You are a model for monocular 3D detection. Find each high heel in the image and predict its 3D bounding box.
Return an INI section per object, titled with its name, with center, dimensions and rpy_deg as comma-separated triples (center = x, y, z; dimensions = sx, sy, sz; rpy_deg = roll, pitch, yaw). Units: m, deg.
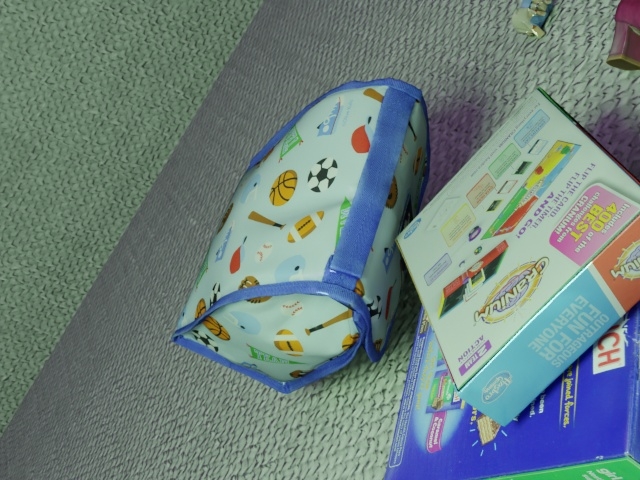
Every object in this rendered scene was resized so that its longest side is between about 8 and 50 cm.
[high heel]
center = 0.418, -0.260, 1.058
dimensions = 0.244, 0.082, 0.117
rpy_deg = -162, 91, -77

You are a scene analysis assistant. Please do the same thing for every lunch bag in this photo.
[lunch bag]
center = 0.000, 0.000, 1.244
dimensions = 0.385, 0.239, 0.327
rpy_deg = -42, 27, 59

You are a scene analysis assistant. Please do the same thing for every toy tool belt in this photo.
[toy tool belt]
center = 0.320, -0.337, 1.366
dimensions = 0.051, 0.052, 0.083
rpy_deg = 26, 90, 33

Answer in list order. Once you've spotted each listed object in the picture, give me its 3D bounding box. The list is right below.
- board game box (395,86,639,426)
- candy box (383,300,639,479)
[board game box]
center = 0.202, -0.001, 0.933
dimensions = 0.242, 0.064, 0.316
rpy_deg = -48, 22, 17
[candy box]
center = 0.226, 0.138, 0.944
dimensions = 0.317, 0.122, 0.268
rpy_deg = -29, 37, 50
